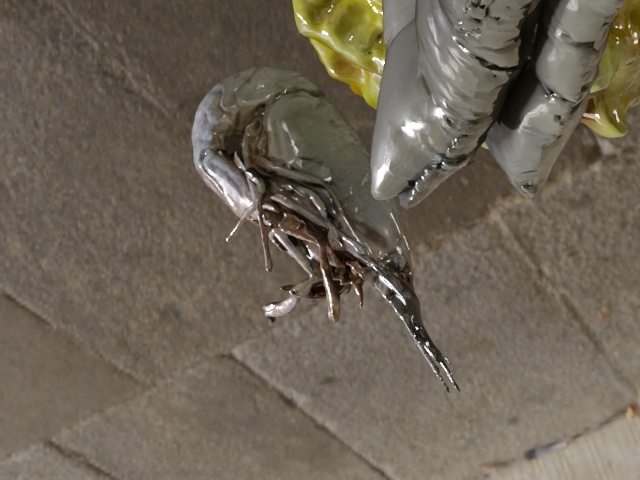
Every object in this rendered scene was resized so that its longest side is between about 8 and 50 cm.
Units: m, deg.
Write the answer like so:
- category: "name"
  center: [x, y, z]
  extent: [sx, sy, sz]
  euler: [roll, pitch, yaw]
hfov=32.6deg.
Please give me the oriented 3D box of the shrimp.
- category: "shrimp"
  center: [0.004, -0.005, 0.905]
  extent: [0.145, 0.343, 0.116]
  euler: [-31, 160, -14]

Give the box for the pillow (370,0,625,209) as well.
- category: "pillow"
  center: [0.070, -0.167, 0.405]
  extent: [0.101, 0.228, 0.326]
  euler: [-2, 163, -3]

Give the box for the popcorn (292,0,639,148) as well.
- category: "popcorn"
  center: [0.110, -0.217, 0.735]
  extent: [0.321, 0.290, 0.326]
  euler: [15, 148, -8]
